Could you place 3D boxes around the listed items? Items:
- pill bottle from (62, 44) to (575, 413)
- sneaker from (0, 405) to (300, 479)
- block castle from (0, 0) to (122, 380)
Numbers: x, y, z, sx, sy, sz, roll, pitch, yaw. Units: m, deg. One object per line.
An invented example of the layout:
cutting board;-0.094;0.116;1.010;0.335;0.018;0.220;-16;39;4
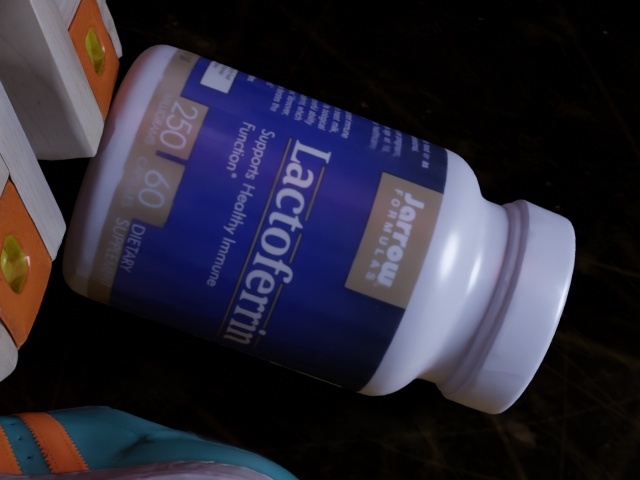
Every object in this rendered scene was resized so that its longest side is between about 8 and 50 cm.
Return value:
pill bottle;0.000;0.000;0.647;0.265;0.153;0.153;19;44;-5
sneaker;-0.151;0.131;0.508;0.302;0.108;0.121;5;1;1
block castle;-0.278;-0.085;0.480;0.303;0.213;0.453;-5;42;9
